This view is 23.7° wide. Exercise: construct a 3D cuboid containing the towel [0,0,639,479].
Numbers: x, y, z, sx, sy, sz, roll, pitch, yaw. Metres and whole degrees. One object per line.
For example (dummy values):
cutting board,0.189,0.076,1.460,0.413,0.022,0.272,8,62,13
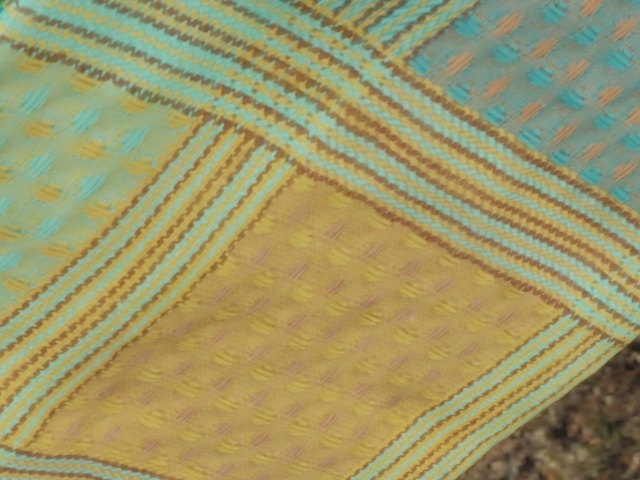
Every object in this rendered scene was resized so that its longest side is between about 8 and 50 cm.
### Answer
towel,0.000,0.000,0.395,0.370,0.271,0.040,-43,48,23
